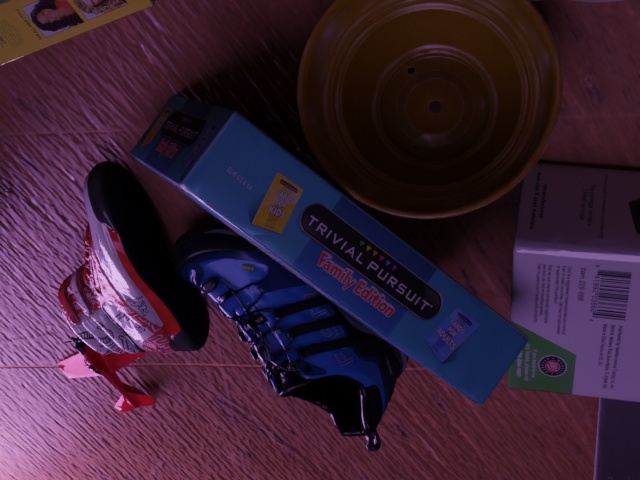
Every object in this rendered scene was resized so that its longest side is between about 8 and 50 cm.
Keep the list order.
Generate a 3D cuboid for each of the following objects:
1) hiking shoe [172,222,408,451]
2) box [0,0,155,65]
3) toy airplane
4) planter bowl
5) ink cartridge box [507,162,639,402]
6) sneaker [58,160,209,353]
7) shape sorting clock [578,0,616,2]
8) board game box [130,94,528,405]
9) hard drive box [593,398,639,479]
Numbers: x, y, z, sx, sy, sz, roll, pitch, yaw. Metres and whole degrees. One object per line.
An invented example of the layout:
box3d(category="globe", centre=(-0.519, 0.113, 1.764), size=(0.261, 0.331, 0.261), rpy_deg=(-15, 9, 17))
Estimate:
box3d(category="hiking shoe", centre=(-0.032, 0.095, 1.271), size=(0.304, 0.132, 0.113), rpy_deg=(33, 134, -17))
box3d(category="box", centre=(-0.242, -0.217, 1.050), size=(0.232, 0.087, 0.058), rpy_deg=(-15, 131, 28))
box3d(category="toy airplane", centre=(-0.266, 0.171, 1.497), size=(0.151, 0.028, 0.151), rpy_deg=(10, 138, 9))
box3d(category="planter bowl", centre=(0.095, -0.121, 1.008), size=(0.217, 0.217, 0.090), rpy_deg=(6, 176, 11))
box3d(category="ink cartridge box", centre=(0.329, 0.050, 1.121), size=(0.289, 0.121, 0.211), rpy_deg=(6, 136, 11))
box3d(category="sneaker", centre=(-0.237, 0.032, 1.301), size=(0.145, 0.090, 0.270), rpy_deg=(-7, 135, 20))
box3d(category="shape sorting clock", centre=(0.207, -0.265, 0.894), size=(0.206, 0.040, 0.206), rpy_deg=(9, 136, 9))
box3d(category="board game box", centre=(0.000, 0.000, 1.095), size=(0.336, 0.079, 0.254), rpy_deg=(37, 177, -21))
box3d(category="hard drive box", centre=(0.355, 0.268, 1.257), size=(0.089, 0.232, 0.181), rpy_deg=(-8, 132, 24))
